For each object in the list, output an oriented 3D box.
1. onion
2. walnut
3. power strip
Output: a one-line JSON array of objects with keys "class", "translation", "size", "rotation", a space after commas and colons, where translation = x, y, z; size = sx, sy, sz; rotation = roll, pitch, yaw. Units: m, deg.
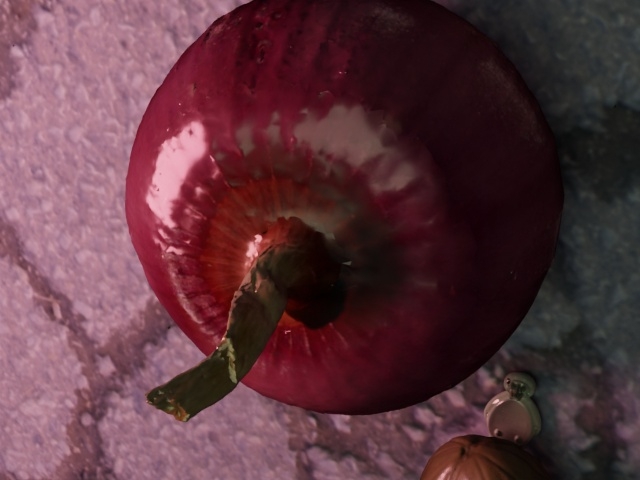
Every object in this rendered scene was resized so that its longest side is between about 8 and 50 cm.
[{"class": "onion", "translation": [0.021, -0.019, 0.791], "size": [0.358, 0.345, 0.358], "rotation": [-4, 114, -10]}, {"class": "walnut", "translation": [0.156, 0.256, 0.916], "size": [0.140, 0.140, 0.162], "rotation": [-9, 134, 27]}, {"class": "power strip", "translation": [0.180, 0.163, 0.931], "size": [0.055, 0.035, 0.083], "rotation": [16, 116, 19]}]
